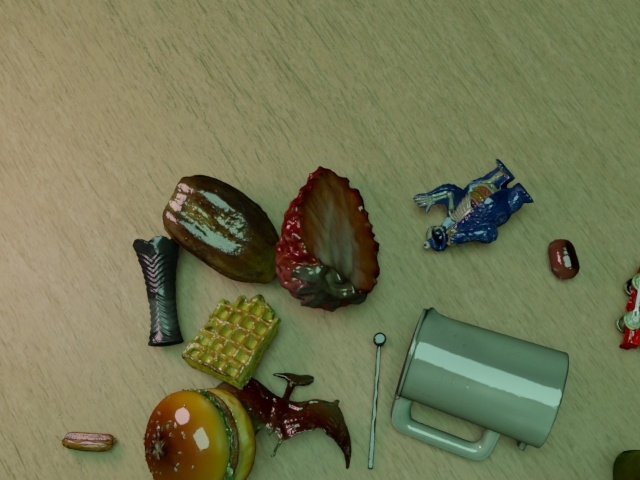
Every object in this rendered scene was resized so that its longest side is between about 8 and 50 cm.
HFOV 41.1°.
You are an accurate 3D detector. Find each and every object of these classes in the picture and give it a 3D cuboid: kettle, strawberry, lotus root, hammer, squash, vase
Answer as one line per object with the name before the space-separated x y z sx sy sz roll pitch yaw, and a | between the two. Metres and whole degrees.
kettle | 0.328 0.303 1.796 0.317 0.265 0.205 18 44 7
strawberry | 0.000 0.000 1.891 0.265 0.149 0.336 29 47 -32
lotus root | -0.205 -0.022 1.897 0.291 0.193 0.193 36 78 -4
hammer | 0.119 0.346 1.855 0.029 0.058 0.292 4 80 5
squash | 0.657 0.500 1.674 0.093 0.252 0.169 -42 77 -7
vase | -0.356 0.115 1.911 0.115 0.115 0.238 -8 79 0

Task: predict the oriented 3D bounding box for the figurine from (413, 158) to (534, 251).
figurine | 0.344 -0.062 1.926 0.262 0.120 0.164 -24 75 12

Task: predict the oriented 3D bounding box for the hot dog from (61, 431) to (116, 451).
hot dog | -0.504 0.440 1.854 0.122 0.049 0.037 2 111 8

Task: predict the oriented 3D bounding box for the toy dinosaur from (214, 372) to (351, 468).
toy dinosaur | -0.101 0.381 1.835 0.327 0.113 0.207 -1 48 -9

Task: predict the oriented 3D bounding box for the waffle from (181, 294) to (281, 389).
waffle | -0.185 0.204 1.873 0.160 0.055 0.211 18 60 26

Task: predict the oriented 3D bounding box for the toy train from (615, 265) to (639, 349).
toy train | 0.726 0.144 1.860 0.131 0.083 0.204 17 76 5

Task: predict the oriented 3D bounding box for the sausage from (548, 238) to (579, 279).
sausage | 0.543 0.042 1.909 0.054 0.059 0.094 -25 69 41

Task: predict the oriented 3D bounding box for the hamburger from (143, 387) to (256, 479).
hamburger | -0.259 0.419 1.739 0.246 0.170 0.246 -5 83 41
